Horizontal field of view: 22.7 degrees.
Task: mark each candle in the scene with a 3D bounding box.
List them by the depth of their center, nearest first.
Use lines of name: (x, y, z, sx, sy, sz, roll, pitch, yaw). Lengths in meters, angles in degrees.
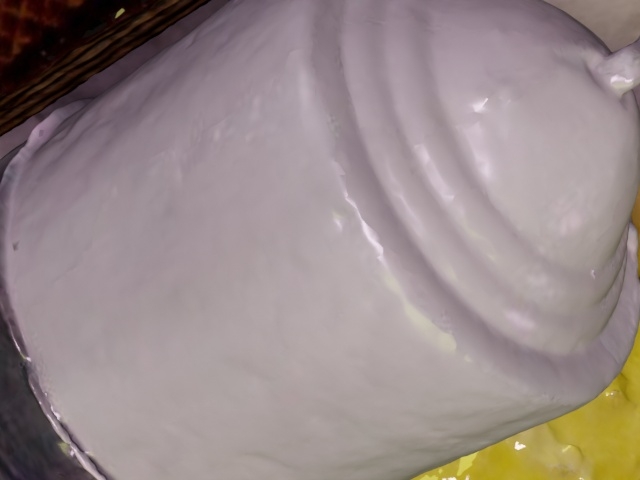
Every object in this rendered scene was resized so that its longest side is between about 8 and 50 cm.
candle: (0.000, 0.000, 0.663, 0.221, 0.221, 0.342, 31, 135, -33)

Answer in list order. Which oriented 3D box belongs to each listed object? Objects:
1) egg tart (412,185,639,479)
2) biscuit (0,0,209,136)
egg tart: (0.130, 0.101, 0.803, 0.132, 0.345, 0.345, -16, 153, -49)
biscuit: (-0.130, -0.108, 0.641, 0.252, 0.070, 0.106, -29, 87, 22)
